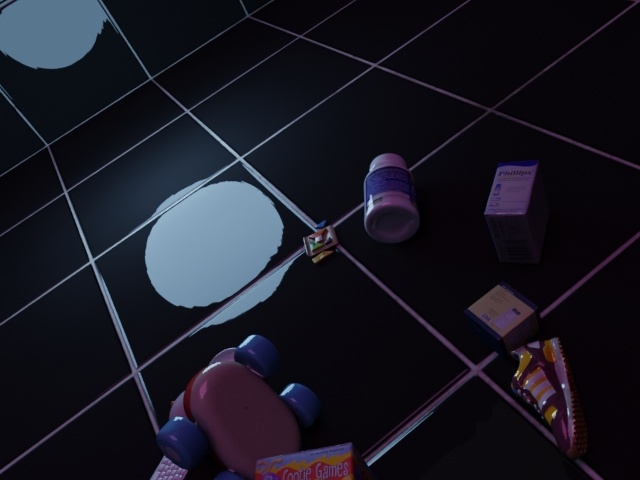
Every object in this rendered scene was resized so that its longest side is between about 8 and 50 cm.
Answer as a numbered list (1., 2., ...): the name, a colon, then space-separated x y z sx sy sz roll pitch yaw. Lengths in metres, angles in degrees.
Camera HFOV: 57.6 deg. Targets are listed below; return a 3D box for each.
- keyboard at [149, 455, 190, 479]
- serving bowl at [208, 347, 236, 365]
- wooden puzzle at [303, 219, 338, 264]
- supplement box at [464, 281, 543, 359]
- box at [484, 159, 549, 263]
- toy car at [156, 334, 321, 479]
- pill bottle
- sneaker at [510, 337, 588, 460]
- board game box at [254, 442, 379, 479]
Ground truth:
1. keyboard: -0.289 0.457 0.955 0.072 0.014 0.256 3 49 33
2. serving bowl: -0.173 0.246 1.102 0.083 0.027 0.083 -16 41 15
3. wooden puzzle: 0.000 0.000 1.276 0.078 0.014 0.116 -28 39 1
4. supplement box: 0.293 0.127 0.931 0.083 0.056 0.083 -36 40 -8
5. box: 0.352 -0.050 1.033 0.072 0.126 0.137 0 47 33
6. toy car: -0.163 0.305 0.952 0.238 0.210 0.219 -29 13 49
7. pill bottle: 0.145 -0.094 1.214 0.111 0.112 0.187 -15 42 17
8. sneaker: 0.314 0.223 0.815 0.083 0.070 0.186 -19 33 25
9. board game box: 0.001 0.420 0.719 0.142 0.144 0.275 -16 42 14
